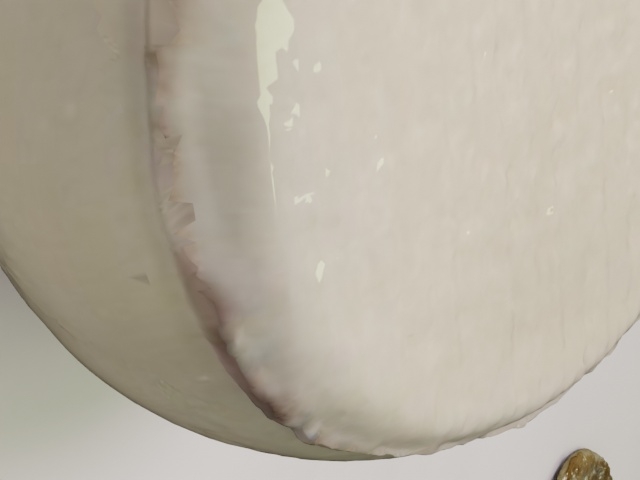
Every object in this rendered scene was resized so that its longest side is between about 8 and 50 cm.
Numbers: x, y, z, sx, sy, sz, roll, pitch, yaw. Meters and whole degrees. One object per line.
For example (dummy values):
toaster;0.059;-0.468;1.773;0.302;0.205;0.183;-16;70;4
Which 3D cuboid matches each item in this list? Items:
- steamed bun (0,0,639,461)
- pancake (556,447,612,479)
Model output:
steamed bun;0.003;-0.104;0.665;0.374;0.241;0.374;-16;113;-43
pancake;0.212;0.241;1.412;0.139;0.022;0.139;-35;133;-48
